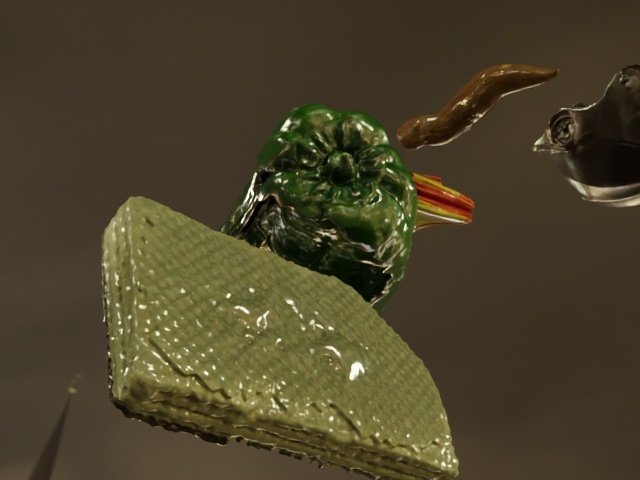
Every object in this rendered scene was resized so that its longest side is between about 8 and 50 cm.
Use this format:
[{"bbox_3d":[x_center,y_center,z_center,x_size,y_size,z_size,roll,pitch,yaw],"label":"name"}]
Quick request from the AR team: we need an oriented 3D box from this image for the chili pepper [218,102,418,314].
[{"bbox_3d":[0.000,-0.010,1.092,0.213,0.167,0.385,26,-29,3],"label":"chili pepper"}]

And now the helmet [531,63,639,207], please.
[{"bbox_3d":[0.500,-0.143,1.542,0.225,0.177,0.305,-3,-26,-35],"label":"helmet"}]

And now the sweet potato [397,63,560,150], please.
[{"bbox_3d":[0.228,-0.205,1.451,0.281,0.059,0.067,-30,-82,47],"label":"sweet potato"}]

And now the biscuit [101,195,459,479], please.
[{"bbox_3d":[-0.020,0.072,0.621,0.252,0.150,0.052,25,-56,-32],"label":"biscuit"}]

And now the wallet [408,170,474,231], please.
[{"bbox_3d":[0.136,-0.056,1.572,0.141,0.067,0.241,18,-13,-23],"label":"wallet"}]
